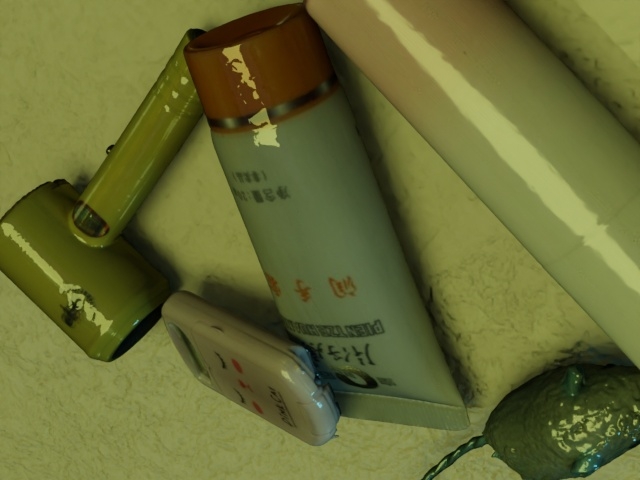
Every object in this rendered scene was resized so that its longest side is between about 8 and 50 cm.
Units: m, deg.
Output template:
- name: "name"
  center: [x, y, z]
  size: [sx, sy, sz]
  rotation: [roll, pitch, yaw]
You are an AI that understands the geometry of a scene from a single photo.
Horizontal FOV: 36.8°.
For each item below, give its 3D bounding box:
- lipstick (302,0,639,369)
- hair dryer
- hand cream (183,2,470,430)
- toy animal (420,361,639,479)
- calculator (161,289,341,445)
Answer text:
- name: "lipstick"
  center: [0.130, -0.045, 0.547]
  size: [0.327, 0.087, 0.087]
  rotation: [47, 128, 3]
- name: "hair dryer"
  center: [-0.140, -0.035, 0.724]
  size: [0.135, 0.090, 0.278]
  rotation: [44, 121, 6]
- name: "hand cream"
  center: [0.000, 0.000, 0.658]
  size: [0.140, 0.089, 0.314]
  rotation: [-3, 120, 40]
- name: "toy animal"
  center: [0.122, 0.143, 0.646]
  size: [0.253, 0.079, 0.070]
  rotation: [-36, 70, 32]
- name: "calculator"
  center: [-0.056, 0.095, 0.729]
  size: [0.175, 0.032, 0.100]
  rotation: [21, 144, 38]
